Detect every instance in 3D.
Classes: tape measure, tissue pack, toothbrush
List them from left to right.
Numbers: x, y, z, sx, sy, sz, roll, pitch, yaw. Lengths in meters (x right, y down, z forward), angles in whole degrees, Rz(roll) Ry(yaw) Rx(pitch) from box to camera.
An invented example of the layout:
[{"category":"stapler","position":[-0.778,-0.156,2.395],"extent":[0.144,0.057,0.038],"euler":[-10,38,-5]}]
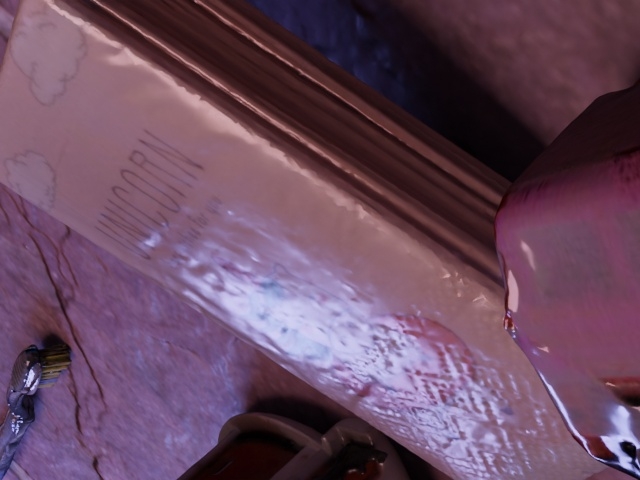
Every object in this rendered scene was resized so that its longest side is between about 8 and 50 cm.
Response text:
[{"category":"toothbrush","position":[-0.295,0.179,1.212],"extent":[0.413,0.042,0.035],"euler":[130,133,-58]},{"category":"tape measure","position":[-0.005,0.233,0.853],"extent":[0.265,0.130,0.258],"euler":[7,130,53]},{"category":"tissue pack","position":[0.000,0.000,0.581],"extent":[0.325,0.071,0.170],"euler":[33,149,-6]}]

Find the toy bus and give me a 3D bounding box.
[{"category":"toy bus","position":[0.194,0.000,0.374],"extent":[0.303,0.127,0.147],"euler":[-15,109,54]}]
